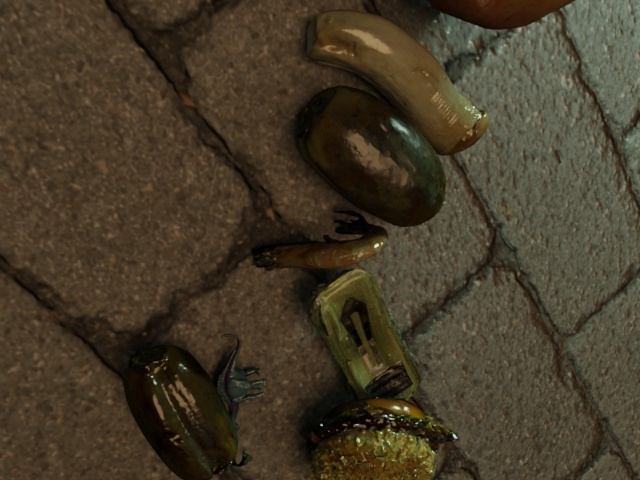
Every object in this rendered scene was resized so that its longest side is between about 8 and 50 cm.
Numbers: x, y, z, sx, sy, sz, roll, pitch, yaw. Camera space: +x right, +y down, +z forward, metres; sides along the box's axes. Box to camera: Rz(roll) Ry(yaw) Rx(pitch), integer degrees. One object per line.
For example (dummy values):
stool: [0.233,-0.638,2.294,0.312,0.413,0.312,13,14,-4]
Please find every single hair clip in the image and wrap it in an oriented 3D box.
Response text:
hair clip: [0.070,0.169,1.007,0.138,0.091,0.321,-34,125,-13]

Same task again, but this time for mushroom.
mushroom: [0.132,-0.255,0.927,0.351,0.095,0.122,29,107,-26]

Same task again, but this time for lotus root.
lotus root: [-0.211,0.264,0.880,0.124,0.123,0.240,-33,110,-28]
lotus root: [0.092,-0.126,0.905,0.275,0.152,0.160,36,79,-29]

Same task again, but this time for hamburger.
hamburger: [0.098,0.367,0.995,0.243,0.138,0.261,20,133,-25]

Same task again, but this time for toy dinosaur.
toy dinosaur: [-0.134,0.235,0.949,0.080,0.045,0.197,-8,115,-17]

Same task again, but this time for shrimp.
shrimp: [0.000,0.000,0.921,0.220,0.152,0.046,-7,115,18]

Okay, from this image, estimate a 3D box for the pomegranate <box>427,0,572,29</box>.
pomegranate: [0.266,-0.453,0.831,0.339,0.338,0.337,-6,105,-23]
